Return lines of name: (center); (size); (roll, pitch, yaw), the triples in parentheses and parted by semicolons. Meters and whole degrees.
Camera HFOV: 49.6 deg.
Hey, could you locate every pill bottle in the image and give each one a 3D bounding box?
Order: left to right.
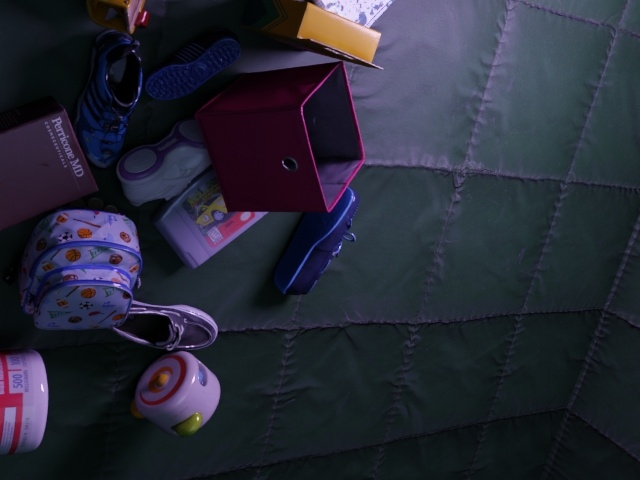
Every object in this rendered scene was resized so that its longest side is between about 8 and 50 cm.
pill bottle: (-0.805, 0.348, 1.447); (0.408, 0.229, 0.228); (3, 110, -34)

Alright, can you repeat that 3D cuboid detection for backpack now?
backpack: (-0.504, 0.059, 1.466); (0.277, 0.213, 0.263); (-2, 136, -33)

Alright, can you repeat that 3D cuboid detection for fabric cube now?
fabric cube: (-0.080, -0.229, 1.553); (0.259, 0.258, 0.254); (-57, 141, -48)

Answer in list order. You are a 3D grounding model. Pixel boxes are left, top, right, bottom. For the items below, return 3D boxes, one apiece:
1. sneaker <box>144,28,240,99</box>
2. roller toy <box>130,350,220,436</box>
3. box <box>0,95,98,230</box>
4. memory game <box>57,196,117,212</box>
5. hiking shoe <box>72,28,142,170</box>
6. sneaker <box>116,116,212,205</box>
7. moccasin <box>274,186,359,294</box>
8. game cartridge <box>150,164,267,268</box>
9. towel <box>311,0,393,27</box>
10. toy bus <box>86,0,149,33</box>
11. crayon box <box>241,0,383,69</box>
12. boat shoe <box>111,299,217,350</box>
sneaker: (-0.283, -0.392, 1.535); (0.232, 0.090, 0.081); (-25, 127, 5)
roller toy: (-0.371, 0.387, 1.773); (0.146, 0.209, 0.191); (53, 52, -38)
box: (-0.666, -0.123, 1.374); (0.382, 0.143, 0.191); (-28, 124, -21)
memory game: (-0.538, -0.014, 1.586); (0.186, 0.012, 0.186); (-14, 119, -28)
hiking shoe: (-0.442, -0.280, 1.440); (0.113, 0.132, 0.304); (-1, 117, -32)
sneaker: (-0.328, -0.183, 1.601); (0.305, 0.114, 0.152); (-30, 154, -25)
moccasin: (0.000, 0.000, 1.884); (0.117, 0.137, 0.342); (22, 113, -42)
game cartridge: (-0.259, -0.085, 1.708); (0.294, 0.060, 0.196); (-39, 123, -11)
towel: (0.058, -0.680, 1.635); (0.271, 0.040, 0.370); (-47, 128, -6)
toy bus: (-0.394, -0.518, 1.375); (0.105, 0.202, 0.190); (14, 114, -5)
crayon box: (-0.013, -0.459, 1.516); (0.202, 0.318, 0.081); (10, 105, -36)
boat shoe: (-0.396, 0.225, 1.723); (0.335, 0.119, 0.121); (16, 102, -37)
